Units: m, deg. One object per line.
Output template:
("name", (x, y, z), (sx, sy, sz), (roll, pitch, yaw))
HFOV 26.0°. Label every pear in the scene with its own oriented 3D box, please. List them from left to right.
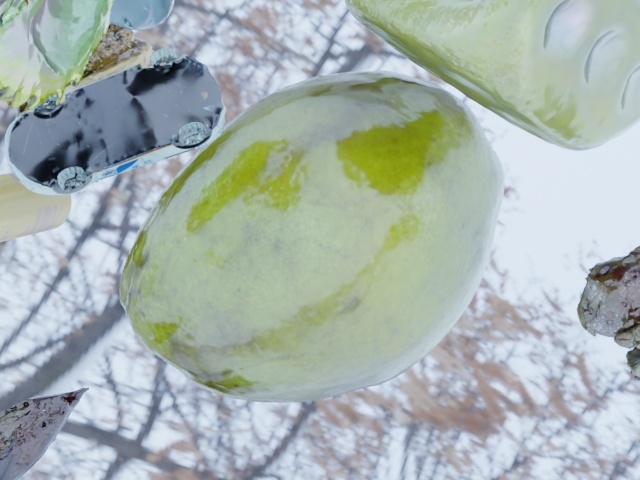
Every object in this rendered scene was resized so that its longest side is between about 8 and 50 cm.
("pear", (0.000, 0.000, 1.445), (0.413, 0.352, 0.352), (-32, -127, 4))

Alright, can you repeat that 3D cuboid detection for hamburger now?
("hamburger", (-0.266, -0.189, 1.548), (0.191, 0.118, 0.182), (-28, -166, 46))

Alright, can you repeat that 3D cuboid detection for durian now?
("durian", (-0.186, -0.247, 0.978), (0.169, 0.157, 0.355), (-22, -125, 57))

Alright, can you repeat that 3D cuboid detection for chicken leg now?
("chicken leg", (-0.328, 0.222, 1.358), (0.105, 0.063, 0.234), (2, -143, 45))
("chicken leg", (0.314, 0.042, 1.160), (0.196, 0.080, 0.125), (-21, -151, -2))

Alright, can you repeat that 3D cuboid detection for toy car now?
("toy car", (-0.187, -0.104, 1.272), (0.205, 0.056, 0.095), (-22, -110, -4))

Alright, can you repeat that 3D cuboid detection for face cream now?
("face cream", (-0.394, -0.031, 1.585), (0.078, 0.273, 0.078), (5, -79, 26))

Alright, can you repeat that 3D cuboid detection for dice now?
("dice", (0.177, -0.226, 1.173), (0.233, 0.238, 0.227), (37, -82, 42))

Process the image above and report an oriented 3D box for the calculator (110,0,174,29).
("calculator", (-0.223, -0.315, 1.226), (0.185, 0.299, 0.041), (14, -131, 45))
